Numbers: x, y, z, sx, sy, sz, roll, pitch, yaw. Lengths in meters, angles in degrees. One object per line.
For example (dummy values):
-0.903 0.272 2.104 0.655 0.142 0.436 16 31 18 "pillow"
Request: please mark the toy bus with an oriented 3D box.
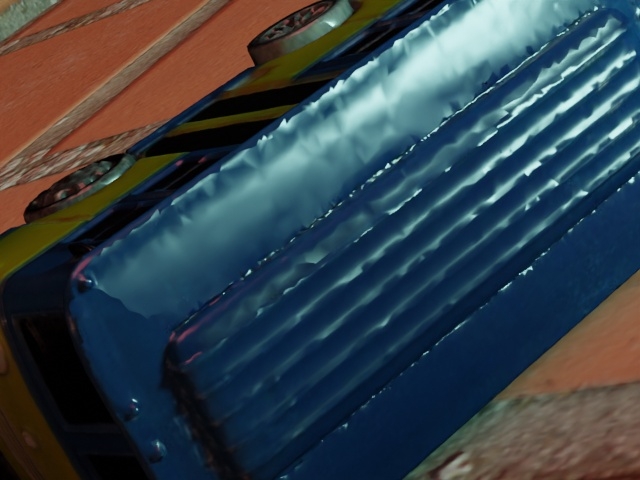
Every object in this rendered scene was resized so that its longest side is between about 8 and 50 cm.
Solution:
0.000 0.000 0.749 0.288 0.138 0.175 -38 19 -30 "toy bus"
